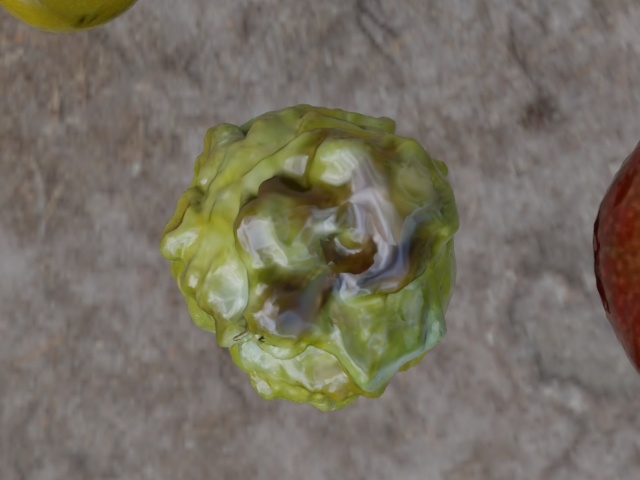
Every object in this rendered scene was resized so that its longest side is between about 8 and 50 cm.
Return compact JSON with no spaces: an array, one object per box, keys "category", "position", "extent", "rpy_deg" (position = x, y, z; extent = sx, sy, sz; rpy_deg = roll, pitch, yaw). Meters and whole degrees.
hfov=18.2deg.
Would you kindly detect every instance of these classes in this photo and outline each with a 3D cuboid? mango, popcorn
[{"category":"mango","position":[-0.207,-0.236,1.610],"extent":[0.098,0.195,0.137],"rpy_deg":[-10,100,35]},{"category":"popcorn","position":[-0.012,0.005,1.923],"extent":[0.312,0.312,0.312],"rpy_deg":[-2,121,-3]}]

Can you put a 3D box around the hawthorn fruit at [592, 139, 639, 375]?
[{"category":"hawthorn fruit","position":[0.316,0.014,1.274],"extent":[0.275,0.275,0.299],"rpy_deg":[-29,163,13]}]
